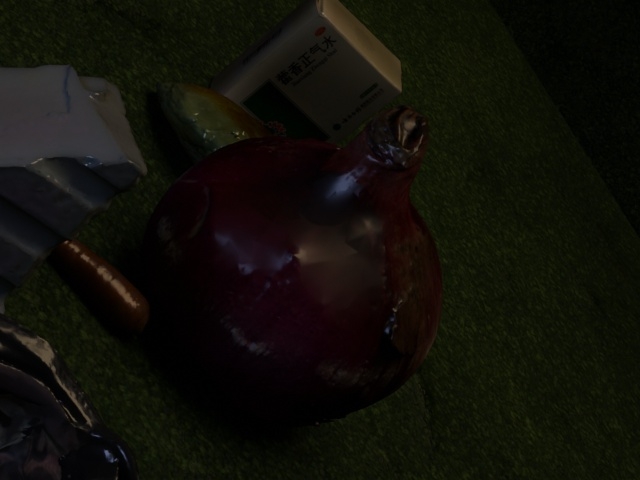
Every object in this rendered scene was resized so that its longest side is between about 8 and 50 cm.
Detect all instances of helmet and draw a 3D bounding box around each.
[{"bbox_3d":[-0.271,0.192,1.499,0.253,0.154,0.198,37,36,14],"label":"helmet"}]

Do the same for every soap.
[{"bbox_3d":[-0.346,-0.096,1.642,0.302,0.258,0.159,34,30,-35],"label":"soap"}]

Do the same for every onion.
[{"bbox_3d":[0.000,0.000,1.999,0.348,0.385,0.347,25,32,-17],"label":"onion"}]

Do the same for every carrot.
[{"bbox_3d":[-0.261,0.018,1.917,0.216,0.048,0.048,44,23,-7],"label":"carrot"}]

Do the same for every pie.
[{"bbox_3d":[-0.098,-0.107,2.356,0.274,0.105,0.257,39,11,-34],"label":"pie"}]

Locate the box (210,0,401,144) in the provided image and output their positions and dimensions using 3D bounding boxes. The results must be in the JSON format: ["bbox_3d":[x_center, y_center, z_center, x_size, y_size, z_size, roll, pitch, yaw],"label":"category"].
[{"bbox_3d":[-0.020,-0.215,2.492,0.168,0.212,0.095,42,25,-21],"label":"box"}]
